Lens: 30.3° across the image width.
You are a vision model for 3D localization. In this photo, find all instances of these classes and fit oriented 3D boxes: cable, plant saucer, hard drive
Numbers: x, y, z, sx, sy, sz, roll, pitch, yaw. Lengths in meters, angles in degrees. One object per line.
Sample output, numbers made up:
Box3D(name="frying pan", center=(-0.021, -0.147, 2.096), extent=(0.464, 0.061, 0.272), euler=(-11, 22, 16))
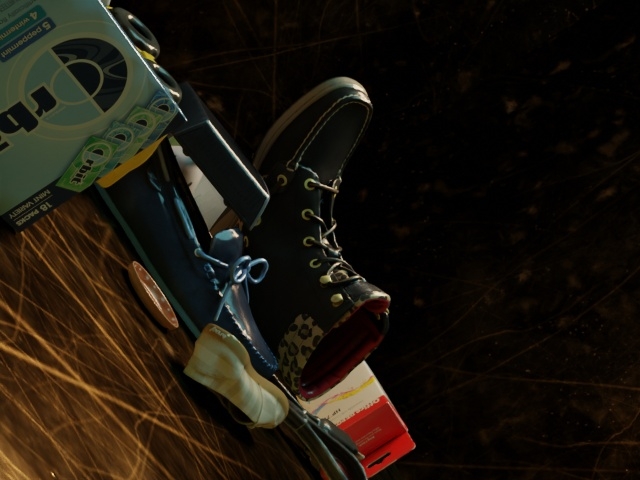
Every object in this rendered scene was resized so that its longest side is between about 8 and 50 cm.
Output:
Box3D(name="cable", center=(-0.028, 0.269, 1.612), extent=(0.287, 0.072, 0.139), euler=(41, 18, -34))
Box3D(name="plant saucer", center=(-0.178, 0.060, 1.242), extent=(0.083, 0.013, 0.083), euler=(56, 1, -1))
Box3D(name="hard drive", center=(-0.139, -0.119, 1.506), extent=(0.172, 0.054, 0.254), euler=(52, 1, -22))

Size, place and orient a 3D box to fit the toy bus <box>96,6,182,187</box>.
Box3D(name="toy bus", center=(-0.282, -0.197, 1.308), extent=(0.211, 0.149, 0.220), euler=(37, 18, -47))

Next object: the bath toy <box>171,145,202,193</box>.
Box3D(name="bath toy", center=(-0.278, -0.193, 1.638), extent=(0.348, 0.129, 0.151), euler=(55, 34, -16))

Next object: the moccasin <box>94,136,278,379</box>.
Box3D(name="moccasin", center=(-0.143, 0.017, 1.411), extent=(0.342, 0.117, 0.138), euler=(56, 0, -6))

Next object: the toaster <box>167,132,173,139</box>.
Box3D(name="toaster", center=(-0.286, -0.209, 1.932), extent=(0.146, 0.129, 0.227), euler=(54, 1, 21))

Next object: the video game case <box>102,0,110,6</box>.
Box3D(name="video game case", center=(-0.352, -0.329, 1.313), extent=(0.204, 0.025, 0.285), euler=(8, 23, -22))

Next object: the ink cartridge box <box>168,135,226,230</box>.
Box3D(name="ink cartridge box", center=(-0.191, -0.050, 1.780), extent=(0.209, 0.109, 0.062), euler=(56, 0, 18))

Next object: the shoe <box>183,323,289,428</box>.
Box3D(name="shoe", center=(-0.093, 0.159, 1.262), extent=(0.077, 0.058, 0.219), euler=(22, -21, 26))

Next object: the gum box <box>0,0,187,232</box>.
Box3D(name="gum box", center=(-0.204, -0.106, 0.838), extent=(0.041, 0.157, 0.184), euler=(56, 0, 38))

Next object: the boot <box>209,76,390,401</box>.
Box3D(name="boot", center=(0.000, 0.000, 1.576), extent=(0.138, 0.377, 0.284), euler=(19, 24, -48))

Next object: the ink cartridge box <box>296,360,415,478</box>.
Box3D(name="ink cartridge box", center=(0.053, 0.291, 1.964), extent=(0.078, 0.134, 0.231), euler=(57, -1, -30))
